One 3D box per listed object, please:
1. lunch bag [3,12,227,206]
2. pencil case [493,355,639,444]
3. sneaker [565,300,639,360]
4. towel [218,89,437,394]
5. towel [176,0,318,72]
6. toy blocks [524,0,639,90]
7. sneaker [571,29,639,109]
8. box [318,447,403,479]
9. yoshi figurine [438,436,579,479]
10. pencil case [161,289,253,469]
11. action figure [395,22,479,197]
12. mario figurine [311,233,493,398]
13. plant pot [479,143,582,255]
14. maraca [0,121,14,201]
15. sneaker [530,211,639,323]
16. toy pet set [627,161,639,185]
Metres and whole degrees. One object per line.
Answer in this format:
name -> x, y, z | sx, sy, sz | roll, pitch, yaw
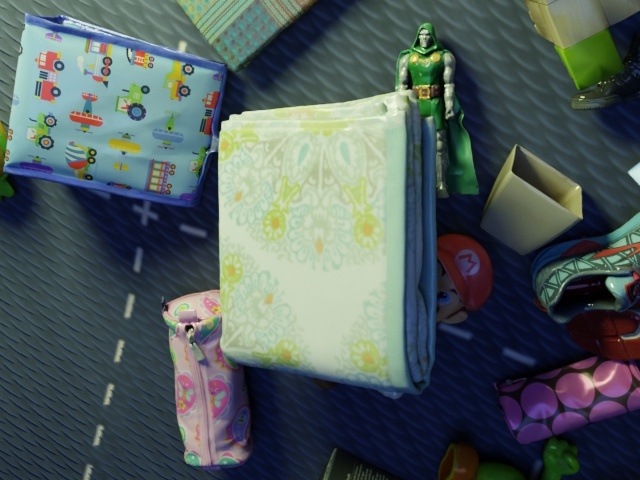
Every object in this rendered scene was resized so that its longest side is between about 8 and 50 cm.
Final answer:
lunch bag -> -0.276, -0.178, 0.996 | 0.293, 0.138, 0.221 | 15, 107, -4
pencil case -> 0.363, 0.221, 0.994 | 0.209, 0.095, 0.098 | -23, 67, 16
sneaker -> 0.458, 0.094, 0.940 | 0.221, 0.128, 0.087 | -13, 105, 51
towel -> 0.000, 0.000, 0.921 | 0.320, 0.090, 0.374 | 3, 95, 38
towel -> -0.135, -0.454, 0.917 | 0.271, 0.040, 0.370 | -37, 97, 18
toy blocks -> 0.232, -0.379, 0.759 | 0.190, 0.261, 0.381 | -26, 107, 16
sneaker -> 0.401, -0.224, 0.870 | 0.170, 0.051, 0.089 | -10, 104, 10
box -> 0.077, 0.464, 1.115 | 0.207, 0.108, 0.153 | 24, 111, 4
yoshi figurine -> 0.357, 0.414, 0.999 | 0.362, 0.203, 0.204 | 17, 100, 0
pencil case -> -0.178, 0.221, 1.090 | 0.124, 0.124, 0.284 | 0, 107, 12
action figure -> 0.144, -0.175, 0.935 | 0.137, 0.063, 0.232 | 0, 103, 15
mario figurine -> 0.091, 0.095, 0.963 | 0.320, 0.170, 0.198 | -32, 124, 25
plant pot -> 0.275, -0.046, 0.924 | 0.109, 0.109, 0.096 | 34, 122, 0
maraca -> -0.540, -0.135, 1.074 | 0.127, 0.099, 0.186 | 20, 136, 8
sneaker -> 0.406, 0.043, 0.888 | 0.262, 0.125, 0.104 | -26, 116, 30
toy pet set -> 0.456, -0.110, 0.882 | 0.114, 0.065, 0.122 | -41, 95, 20
